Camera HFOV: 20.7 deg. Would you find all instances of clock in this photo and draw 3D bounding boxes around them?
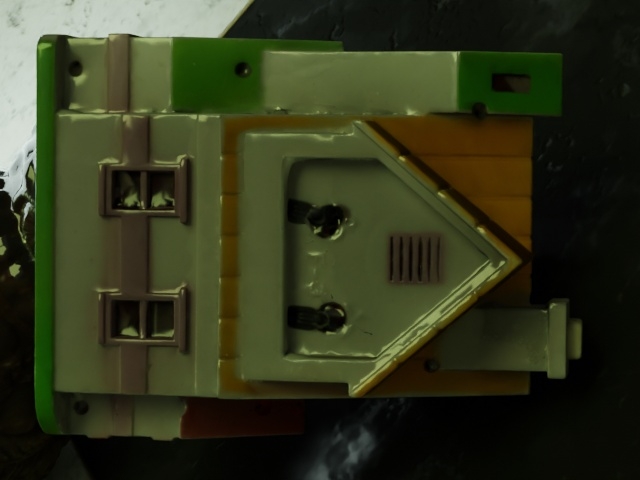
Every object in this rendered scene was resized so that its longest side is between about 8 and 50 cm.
[{"bbox_3d":[0.000,0.000,1.033,0.310,0.166,0.235,1,92,11],"label":"clock"}]

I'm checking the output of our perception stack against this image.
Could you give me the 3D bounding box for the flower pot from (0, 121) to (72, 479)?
[{"bbox_3d":[-0.236,0.048,1.231,0.267,0.266,0.266,-34,42,6],"label":"flower pot"}]
